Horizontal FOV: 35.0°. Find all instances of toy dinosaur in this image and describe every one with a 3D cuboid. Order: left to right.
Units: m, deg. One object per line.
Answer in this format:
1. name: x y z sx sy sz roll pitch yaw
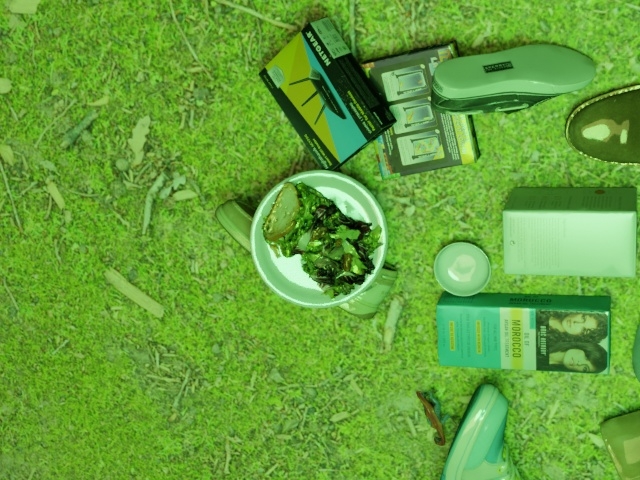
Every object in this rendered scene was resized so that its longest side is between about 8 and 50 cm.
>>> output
1. toy dinosaur: 0.170 0.274 1.558 0.047 0.090 0.082 -24 68 38

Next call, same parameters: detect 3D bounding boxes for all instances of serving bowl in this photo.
1. serving bowl: 0.209 0.038 1.486 0.083 0.027 0.083 6 109 16

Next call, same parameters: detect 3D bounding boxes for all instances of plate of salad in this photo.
1. plate of salad: 0.000 0.000 1.440 0.200 0.048 0.199 -1 96 -7

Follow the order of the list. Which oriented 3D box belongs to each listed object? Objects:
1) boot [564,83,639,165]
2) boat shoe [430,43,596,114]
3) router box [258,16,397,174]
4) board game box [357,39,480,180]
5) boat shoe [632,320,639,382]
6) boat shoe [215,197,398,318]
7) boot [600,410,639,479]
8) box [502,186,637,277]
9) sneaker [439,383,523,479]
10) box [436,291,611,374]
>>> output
1. boot: 0.467 -0.138 1.301 0.305 0.115 0.112 4 110 17
2. boat shoe: 0.254 -0.209 1.355 0.219 0.077 0.070 -5 145 -4
3. router box: 0.008 -0.201 1.427 0.133 0.046 0.179 -37 85 44
4. board game box: 0.138 -0.182 1.425 0.141 0.048 0.170 -9 104 18
5. boat shoe: 0.556 0.071 1.335 0.157 0.135 0.367 10 127 -13
6. boat shoe: -0.022 0.008 1.516 0.285 0.104 0.089 31 106 -7
7. boot: 0.571 0.319 1.439 0.270 0.089 0.236 -25 86 22
8. box: 0.339 -0.014 1.372 0.171 0.130 0.091 2 107 17
9. sneaker: 0.286 0.369 1.522 0.208 0.127 0.319 18 122 13
10. box: 0.294 0.133 1.473 0.244 0.060 0.100 1 108 17
